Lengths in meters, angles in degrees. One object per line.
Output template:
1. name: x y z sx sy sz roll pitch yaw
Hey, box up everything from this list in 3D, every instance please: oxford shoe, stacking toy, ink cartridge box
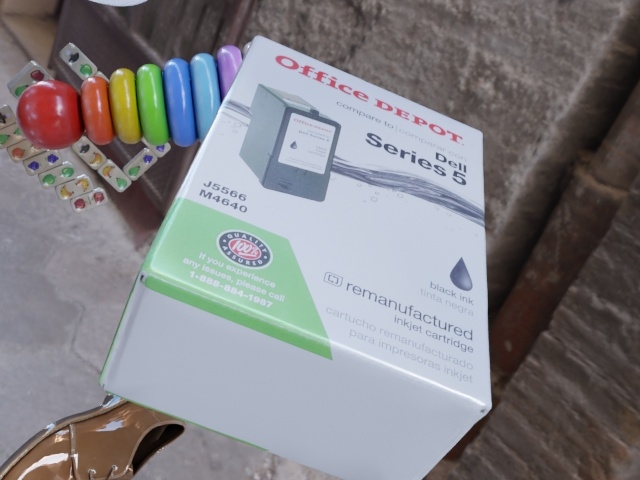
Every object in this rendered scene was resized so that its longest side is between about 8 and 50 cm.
1. oxford shoe: -0.219 0.208 0.712 0.076 0.076 0.212 36 48 28
2. stacking toy: -0.227 -0.179 1.002 0.330 0.141 0.141 -6 29 -6
3. ink cartridge box: 0.000 0.000 0.516 0.198 0.115 0.273 22 41 -8

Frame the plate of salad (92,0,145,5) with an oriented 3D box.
1. plate of salad: -0.284 -0.373 0.935 0.199 0.048 0.200 22 49 -27

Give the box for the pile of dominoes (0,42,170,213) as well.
1. pile of dominoes: -0.380 -0.161 1.190 0.251 0.196 0.040 48 -4 -35
